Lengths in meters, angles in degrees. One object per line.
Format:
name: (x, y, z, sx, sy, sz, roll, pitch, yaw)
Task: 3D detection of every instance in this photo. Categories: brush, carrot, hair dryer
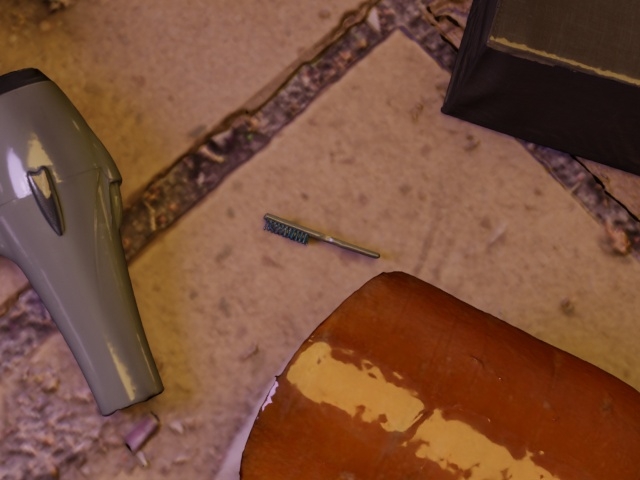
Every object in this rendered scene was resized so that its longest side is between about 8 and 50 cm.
brush: (0.000, 0.000, 1.348, 0.083, 0.016, 0.013, 18, 85, -3)
carrot: (0.122, 0.161, 1.232, 0.331, 0.214, 0.193, 27, 90, 2)
hair dryer: (-0.220, 0.048, 1.284, 0.267, 0.092, 0.229, -40, 89, -3)

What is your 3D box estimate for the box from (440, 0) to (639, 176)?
box: (0.222, -0.141, 1.353, 0.231, 0.149, 0.155, 16, 72, -4)
